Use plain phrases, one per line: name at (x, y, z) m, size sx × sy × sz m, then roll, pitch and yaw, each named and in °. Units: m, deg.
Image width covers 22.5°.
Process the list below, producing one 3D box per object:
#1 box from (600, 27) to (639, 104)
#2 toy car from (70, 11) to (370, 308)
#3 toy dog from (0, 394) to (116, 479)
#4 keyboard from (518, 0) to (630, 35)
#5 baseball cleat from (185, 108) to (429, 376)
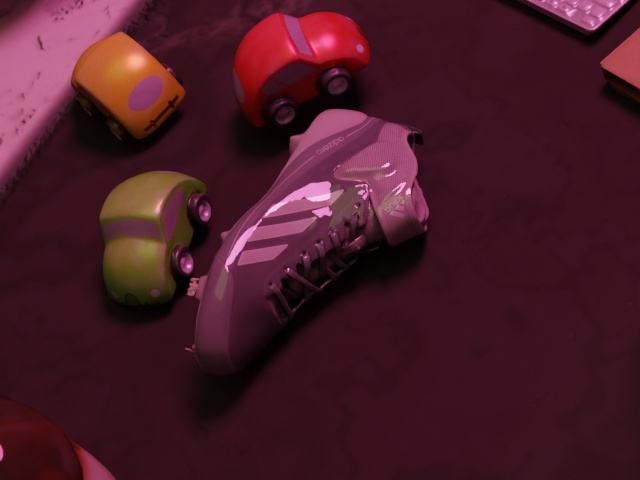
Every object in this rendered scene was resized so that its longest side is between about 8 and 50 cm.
box at (0.303, -0.131, 1.006) m, size 0.201 × 0.021 × 0.164 m, roll -41°, pitch 51°, yaw -12°
toy car at (-0.098, -0.062, 1.079) m, size 0.239 × 0.053 × 0.225 m, roll -2°, pitch 57°, yaw 28°
toy dog at (-0.247, 0.251, 0.772) m, size 0.395 × 0.285 × 0.408 m, roll 13°, pitch 59°, yaw 28°
keyboard at (0.120, -0.216, 1.146) m, size 0.072 × 0.014 × 0.256 m, roll -45°, pitch 52°, yaw -14°
baseball cleat at (0.000, 0.000, 0.994) m, size 0.109 × 0.072 × 0.206 m, roll 12°, pitch 61°, yaw 29°
